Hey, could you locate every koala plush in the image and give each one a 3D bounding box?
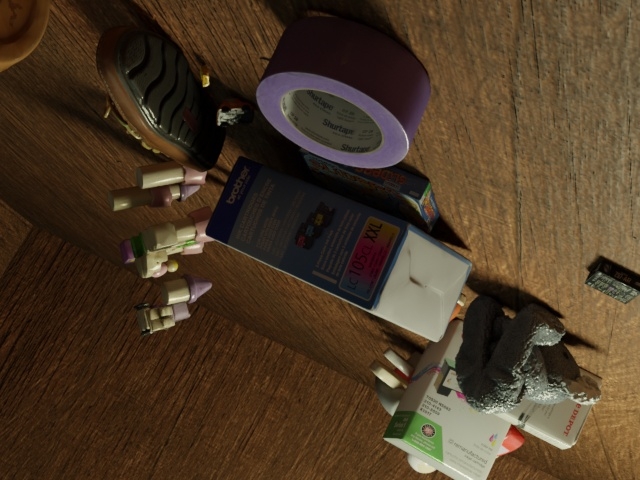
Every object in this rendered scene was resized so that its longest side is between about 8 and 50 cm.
[{"bbox_3d":[0.368,0.226,2.009,0.221,0.203,0.196,22,173,-32],"label":"koala plush"}]

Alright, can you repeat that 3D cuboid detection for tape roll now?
[{"bbox_3d":[0.027,-0.167,1.316,0.189,0.080,0.189,20,159,8],"label":"tape roll"}]

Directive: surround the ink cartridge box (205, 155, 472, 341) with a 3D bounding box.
[{"bbox_3d":[0.007,0.004,1.832,0.395,0.151,0.270,22,177,31],"label":"ink cartridge box"}]

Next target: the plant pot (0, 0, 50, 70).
[{"bbox_3d":[-0.503,-0.325,1.524,0.203,0.291,0.291,-2,151,34],"label":"plant pot"}]

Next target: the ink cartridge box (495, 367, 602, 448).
[{"bbox_3d":[0.414,0.290,2.196,0.203,0.148,0.086,28,166,5],"label":"ink cartridge box"}]

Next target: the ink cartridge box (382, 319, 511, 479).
[{"bbox_3d":[0.285,0.327,2.329,0.201,0.278,0.117,31,164,-10],"label":"ink cartridge box"}]

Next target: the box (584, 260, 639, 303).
[{"bbox_3d":[0.410,0.059,1.595,0.067,0.018,0.083,27,167,7],"label":"box"}]

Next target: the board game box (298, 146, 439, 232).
[{"bbox_3d":[0.074,-0.086,1.704,0.201,0.035,0.136,24,167,20],"label":"board game box"}]

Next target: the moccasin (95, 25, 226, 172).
[{"bbox_3d":[-0.256,-0.216,1.715,0.147,0.139,0.380,16,174,14],"label":"moccasin"}]

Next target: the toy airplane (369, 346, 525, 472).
[{"bbox_3d":[0.268,0.414,2.709,0.386,0.272,0.384,27,168,3],"label":"toy airplane"}]

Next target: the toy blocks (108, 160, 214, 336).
[{"bbox_3d":[-0.231,-0.002,2.218,0.260,0.309,0.288,-12,176,-26],"label":"toy blocks"}]

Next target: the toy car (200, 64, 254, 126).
[{"bbox_3d":[-0.137,-0.218,1.681,0.122,0.060,0.040,73,-179,-49],"label":"toy car"}]

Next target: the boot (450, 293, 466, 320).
[{"bbox_3d":[0.208,0.132,2.167,0.059,0.084,0.158,31,169,-19],"label":"boot"}]
